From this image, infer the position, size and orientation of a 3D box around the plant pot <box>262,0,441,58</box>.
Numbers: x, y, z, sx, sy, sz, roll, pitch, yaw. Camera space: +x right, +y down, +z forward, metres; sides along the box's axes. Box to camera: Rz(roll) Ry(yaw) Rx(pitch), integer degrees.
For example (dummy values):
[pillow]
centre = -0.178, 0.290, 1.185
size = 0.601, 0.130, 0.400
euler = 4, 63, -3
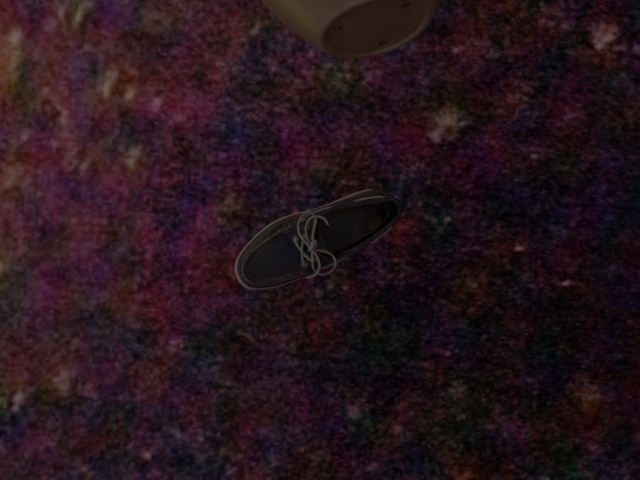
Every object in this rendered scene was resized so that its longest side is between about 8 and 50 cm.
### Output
[plant pot]
centre = 0.040, -0.320, 1.000
size = 0.284, 0.284, 0.191
euler = -27, 69, 42

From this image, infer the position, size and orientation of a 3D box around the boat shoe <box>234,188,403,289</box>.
[boat shoe]
centre = 0.000, 0.000, 1.254
size = 0.079, 0.254, 0.095
euler = -167, 57, -77
